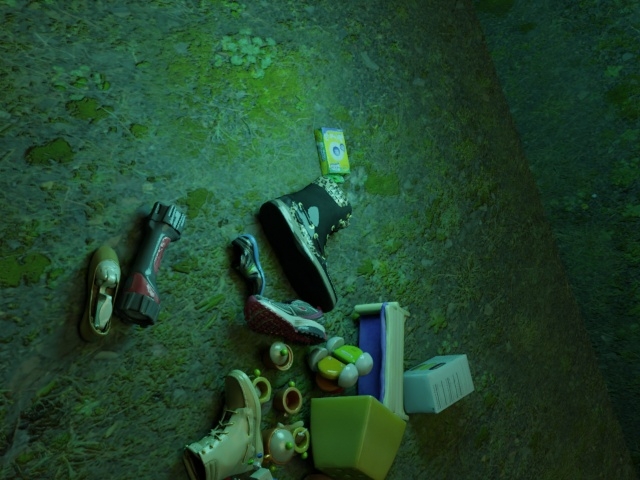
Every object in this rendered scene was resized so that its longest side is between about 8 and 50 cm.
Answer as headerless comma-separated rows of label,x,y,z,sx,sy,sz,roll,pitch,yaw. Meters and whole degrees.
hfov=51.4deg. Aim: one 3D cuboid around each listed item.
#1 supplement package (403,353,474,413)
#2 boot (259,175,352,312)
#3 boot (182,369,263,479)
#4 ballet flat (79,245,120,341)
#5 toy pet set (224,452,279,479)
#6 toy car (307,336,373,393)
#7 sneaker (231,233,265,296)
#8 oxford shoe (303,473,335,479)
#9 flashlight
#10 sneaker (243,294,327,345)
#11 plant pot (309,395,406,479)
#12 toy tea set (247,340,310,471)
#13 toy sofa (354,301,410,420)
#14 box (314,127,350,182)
supplement package,0.398,0.490,2.284,0.244,0.139,0.134,-13,89,-47
boot,0.000,0.000,2.032,0.284,0.138,0.378,-38,100,-45
boot,-0.249,0.472,1.660,0.203,0.095,0.262,-10,95,-47
ballet flat,-0.494,0.118,1.530,0.080,0.073,0.233,19,65,-39
toy pet set,-0.149,0.582,1.613,0.122,0.114,0.065,-26,99,-39
toy car,0.057,0.386,1.983,0.182,0.159,0.136,-26,132,-46
sneaker,-0.205,0.078,1.856,0.078,0.067,0.188,-14,91,-25
oxford shoe,-0.038,0.695,1.844,0.212,0.076,0.076,-4,58,-50
flashlight,-0.404,0.059,1.627,0.103,0.103,0.304,14,57,1
sneaker,-0.102,0.212,1.881,0.299,0.120,0.112,30,49,-45
plant pot,0.092,0.569,1.869,0.212,0.212,0.187,45,47,-39
toy tea set,-0.103,0.444,1.797,0.200,0.124,0.336,-10,86,-46
toy sofa,0.176,0.375,2.059,0.177,0.150,0.363,30,57,-55
box,0.042,-0.283,2.218,0.105,0.043,0.179,-5,84,-46
